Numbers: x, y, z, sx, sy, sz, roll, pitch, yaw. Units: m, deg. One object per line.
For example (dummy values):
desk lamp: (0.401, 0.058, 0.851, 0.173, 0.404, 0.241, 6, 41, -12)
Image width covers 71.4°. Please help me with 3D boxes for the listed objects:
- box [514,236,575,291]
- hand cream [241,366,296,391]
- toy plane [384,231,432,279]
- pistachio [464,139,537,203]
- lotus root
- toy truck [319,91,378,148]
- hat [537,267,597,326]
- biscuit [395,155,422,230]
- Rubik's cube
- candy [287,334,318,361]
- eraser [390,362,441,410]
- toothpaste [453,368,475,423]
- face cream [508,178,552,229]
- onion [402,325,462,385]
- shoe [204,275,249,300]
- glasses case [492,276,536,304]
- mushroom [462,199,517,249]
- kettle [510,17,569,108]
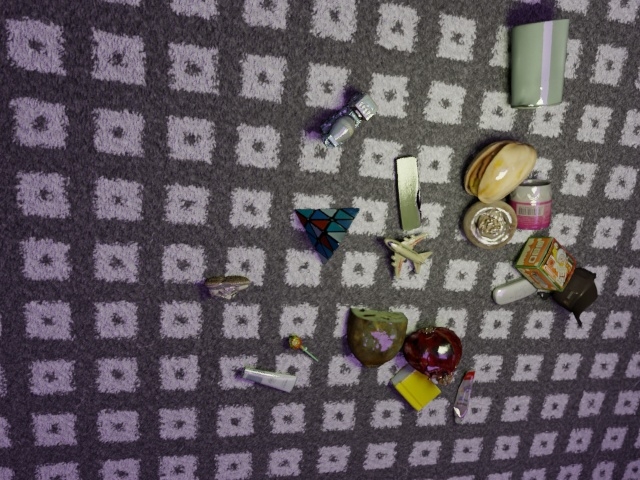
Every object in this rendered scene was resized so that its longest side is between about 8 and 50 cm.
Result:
box: (1.041, 0.108, 2.058, 0.195, 0.148, 0.178, 40, 73, -21)
hand cream: (-0.230, 0.619, 1.996, 0.255, 0.048, 0.080, 21, 99, -19)
toy plane: (0.369, 0.049, 1.934, 0.256, 0.104, 0.242, 29, 101, -19)
pistachio: (0.755, -0.296, 1.859, 0.230, 0.230, 0.309, 42, 99, -21)
lotus root: (0.246, 0.457, 2.009, 0.266, 0.149, 0.261, 8, 104, -12)
toy truck: (0.105, -0.452, 1.701, 0.256, 0.140, 0.108, -42, 110, 2)
hat: (1.168, 0.237, 2.107, 0.208, 0.336, 0.238, 24, 123, 19)
biscuit: (0.377, -0.197, 1.896, 0.099, 0.038, 0.323, -11, 109, -6)
Rubik's cube: (0.000, 0.000, 1.852, 0.249, 0.284, 0.234, 14, 127, 8)
candy: (-0.073, 0.494, 2.001, 0.060, 0.060, 0.201, -44, 119, 2)
eraser: (0.464, 0.709, 2.173, 0.158, 0.069, 0.226, -39, 110, 2)
toothpaste: (0.735, 0.796, 2.276, 0.075, 0.048, 0.301, 7, 102, -11)
face cream: (0.921, -0.161, 1.959, 0.175, 0.175, 0.195, -8, 109, -11)
onion: (0.513, 0.509, 2.048, 0.280, 0.221, 0.281, 1, 88, -13)
shoe: (-0.378, 0.200, 1.814, 0.180, 0.089, 0.092, -3, 106, -9)
glasses case: (0.940, 0.238, 2.145, 0.233, 0.059, 0.092, -18, 106, -10)
mushroom: (0.739, -0.069, 1.935, 0.226, 0.178, 0.227, 1, 101, 3)
kettle: (0.877, -0.706, 1.796, 0.204, 0.265, 0.318, -1, 109, 20)
